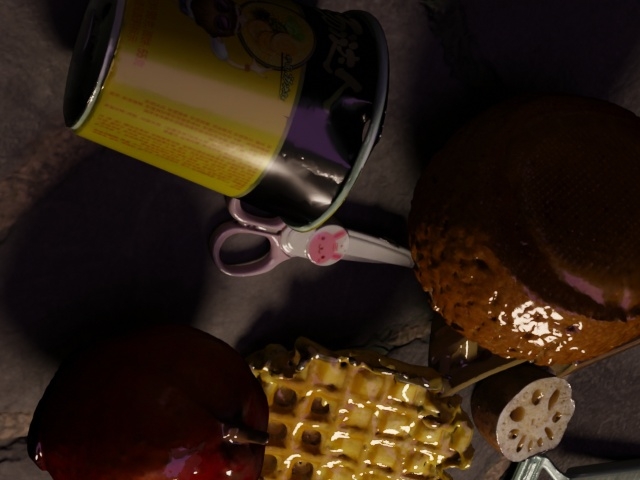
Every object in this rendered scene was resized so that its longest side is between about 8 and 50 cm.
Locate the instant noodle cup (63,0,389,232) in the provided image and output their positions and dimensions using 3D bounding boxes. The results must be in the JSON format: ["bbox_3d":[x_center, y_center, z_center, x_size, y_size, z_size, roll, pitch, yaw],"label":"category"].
[{"bbox_3d":[-0.089,-0.135,0.926,0.236,0.215,0.216,15,110,-24],"label":"instant noodle cup"}]

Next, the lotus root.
[{"bbox_3d":[0.260,0.215,1.375,0.122,0.081,0.112,-14,121,-20],"label":"lotus root"}]

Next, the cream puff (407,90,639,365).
[{"bbox_3d":[0.233,-0.009,1.133,0.302,0.212,0.303,5,74,-18],"label":"cream puff"}]

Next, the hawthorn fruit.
[{"bbox_3d":[-0.145,0.177,1.029,0.215,0.249,0.215,15,71,-49],"label":"hawthorn fruit"}]

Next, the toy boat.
[{"bbox_3d":[0.314,0.089,1.280,0.445,0.162,0.136,-16,128,-18],"label":"toy boat"}]

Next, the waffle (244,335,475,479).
[{"bbox_3d":[0.021,0.220,1.182,0.280,0.060,0.262,-30,102,15],"label":"waffle"}]

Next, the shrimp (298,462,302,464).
[{"bbox_3d":[-0.038,0.316,1.289,0.294,0.062,0.154,-36,134,-7],"label":"shrimp"}]

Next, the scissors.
[{"bbox_3d":[0.000,0.000,1.142,0.242,0.030,0.118,13,112,-31],"label":"scissors"}]

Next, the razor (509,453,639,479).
[{"bbox_3d":[0.389,0.335,1.529,0.277,0.056,0.111,7,112,-31],"label":"razor"}]
